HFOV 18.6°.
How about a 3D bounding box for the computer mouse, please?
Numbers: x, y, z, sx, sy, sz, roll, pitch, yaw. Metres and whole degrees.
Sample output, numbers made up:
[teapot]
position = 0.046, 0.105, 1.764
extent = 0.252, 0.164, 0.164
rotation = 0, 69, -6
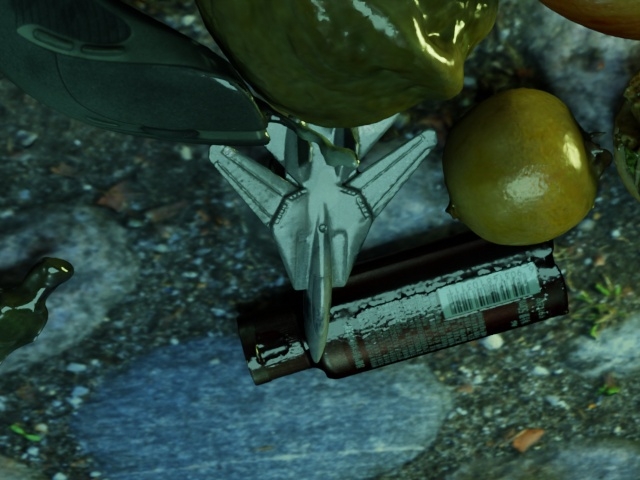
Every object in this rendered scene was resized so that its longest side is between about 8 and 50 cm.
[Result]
[computer mouse]
position = -0.145, -0.123, 1.537
extent = 0.090, 0.379, 0.167
rotation = -62, 166, -10

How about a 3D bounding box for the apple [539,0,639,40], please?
[apple]
position = 0.268, -0.287, 1.501
extent = 0.286, 0.233, 0.286
rotation = -18, 124, -29

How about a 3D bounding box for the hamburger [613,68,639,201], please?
[hamburger]
position = 0.399, -0.099, 1.839
extent = 0.243, 0.146, 0.286
rotation = -37, 132, 12

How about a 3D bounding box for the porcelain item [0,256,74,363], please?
[porcelain item]
position = -0.313, 0.083, 1.864
extent = 0.081, 0.069, 0.216
rotation = 26, 124, -31

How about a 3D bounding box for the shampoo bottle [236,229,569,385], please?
[shampoo bottle]
position = 0.080, 0.066, 1.954
extent = 0.323, 0.084, 0.129
rotation = -17, 134, 3

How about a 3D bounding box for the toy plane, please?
[toy plane]
position = -0.002, -0.007, 1.837
extent = 0.212, 0.088, 0.267
rotation = -5, 128, -10

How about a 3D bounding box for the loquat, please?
[loquat]
position = 0.186, -0.067, 1.805
extent = 0.163, 0.137, 0.163
rotation = -4, 120, -7

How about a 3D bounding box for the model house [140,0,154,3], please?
[model house]
position = -0.198, -0.277, 1.402
extent = 0.229, 0.199, 0.219
rotation = 7, 152, -23

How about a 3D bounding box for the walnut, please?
[walnut]
position = 0.013, -0.212, 1.528
extent = 0.227, 0.283, 0.283
rotation = -49, 132, 0
